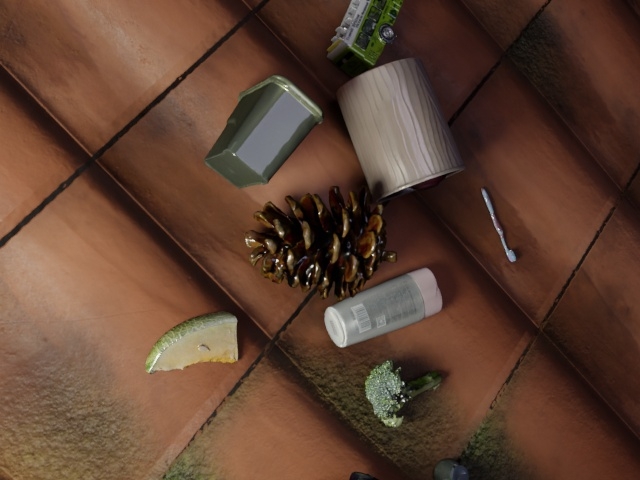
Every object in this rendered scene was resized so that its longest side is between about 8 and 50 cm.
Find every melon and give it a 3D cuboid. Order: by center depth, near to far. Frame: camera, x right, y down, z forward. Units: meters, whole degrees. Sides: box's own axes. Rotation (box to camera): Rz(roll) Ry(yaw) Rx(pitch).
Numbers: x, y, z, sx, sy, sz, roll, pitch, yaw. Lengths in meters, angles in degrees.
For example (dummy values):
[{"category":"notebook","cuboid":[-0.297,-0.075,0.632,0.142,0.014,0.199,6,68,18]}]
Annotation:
[{"category":"melon","cuboid":[-0.244,0.195,1.588,0.182,0.054,0.098,-5,96,-29]}]

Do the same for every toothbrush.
[{"category":"toothbrush","cuboid":[0.426,-0.038,2.013,0.013,0.019,0.193,-23,89,-30]}]

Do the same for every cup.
[{"category":"cup","cuboid":[0.196,-0.241,1.824,0.288,0.208,0.273,-20,88,-29]}]

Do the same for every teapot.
[{"category":"teapot","cuboid":[0.288,0.511,1.793,0.066,0.057,0.088,-27,92,-30]}]

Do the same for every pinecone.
[{"category":"pinecone","cuboid":[0.000,0.000,1.658,0.309,0.244,0.244,8,75,-15]}]

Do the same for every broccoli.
[{"category":"broccoli","cuboid":[0.181,0.312,1.766,0.204,0.118,0.122,-2,49,-45]}]

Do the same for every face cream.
[{"category":"face cream","cuboid":[0.140,0.144,1.784,0.269,0.073,0.107,-18,93,-30]}]

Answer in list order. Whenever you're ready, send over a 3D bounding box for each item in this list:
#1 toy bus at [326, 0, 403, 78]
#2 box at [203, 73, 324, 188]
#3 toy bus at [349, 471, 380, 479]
[{"category":"toy bus","cuboid":[0.111,-0.523,1.899,0.139,0.113,0.301,28,68,-16]},{"category":"box","cuboid":[-0.123,-0.203,1.622,0.138,0.274,0.178,39,77,-15]},{"category":"toy bus","cuboid":[0.156,0.573,1.592,0.288,0.232,0.194,40,59,-36]}]
